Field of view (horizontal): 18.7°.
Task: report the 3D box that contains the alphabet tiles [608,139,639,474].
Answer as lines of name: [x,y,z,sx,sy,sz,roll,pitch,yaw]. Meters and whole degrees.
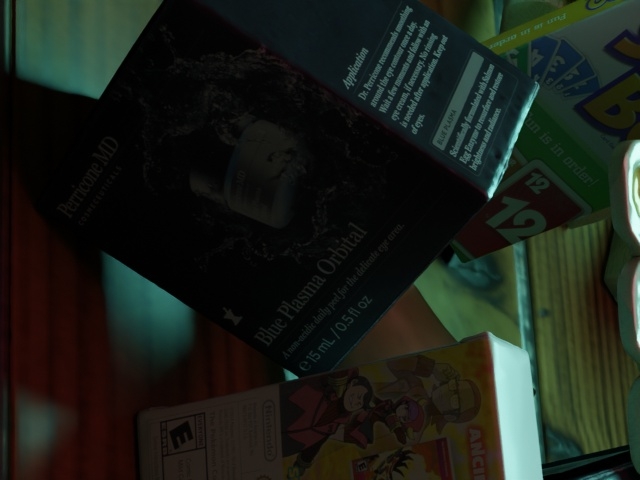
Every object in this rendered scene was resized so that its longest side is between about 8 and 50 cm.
alphabet tiles: [0.239,0.028,1.025,0.278,0.021,0.284,-4,90,-49]

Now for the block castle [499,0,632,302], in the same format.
block castle: [0.339,-0.091,1.370,0.453,0.303,0.213,56,35,-30]

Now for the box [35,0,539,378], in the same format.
box: [-0.017,-0.042,0.866,0.158,0.156,0.093,34,43,-6]

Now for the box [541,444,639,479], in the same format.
box: [0.148,0.274,1.020,0.343,0.179,0.312,-3,77,-58]

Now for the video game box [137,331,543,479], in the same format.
video game box: [0.011,0.158,0.843,0.048,0.187,0.205,20,61,-53]

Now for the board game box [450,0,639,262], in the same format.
board game box: [0.171,-0.083,1.136,0.124,0.259,0.039,57,21,-27]

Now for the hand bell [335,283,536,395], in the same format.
hand bell: [0.000,0.000,1.002,0.126,0.126,0.242,-21,83,-59]
